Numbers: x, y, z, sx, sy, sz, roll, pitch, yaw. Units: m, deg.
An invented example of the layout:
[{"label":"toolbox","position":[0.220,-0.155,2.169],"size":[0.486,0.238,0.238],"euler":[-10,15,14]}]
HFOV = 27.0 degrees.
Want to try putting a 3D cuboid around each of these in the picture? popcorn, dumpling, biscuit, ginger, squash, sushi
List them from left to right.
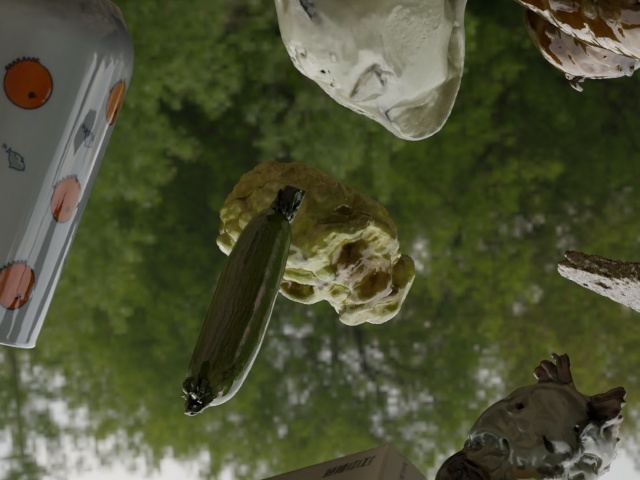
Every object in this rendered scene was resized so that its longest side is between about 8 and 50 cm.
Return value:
[{"label":"squash","position":[-0.086,0.073,1.469],"size":[0.071,0.318,0.080],"euler":[37,142,-20]},{"label":"popcorn","position":[0.000,0.000,1.806],"size":[0.286,0.174,0.225],"euler":[28,169,0]},{"label":"dumpling","position":[0.070,-0.282,1.554],"size":[0.243,0.318,0.187],"euler":[-51,-140,-13]},{"label":"sushi","position":[0.182,0.267,1.384],"size":[0.124,0.332,0.130],"euler":[38,169,36]},{"label":"ginger","position":[0.331,-0.256,1.405],"size":[0.254,0.176,0.418],"euler":[39,173,-31]},{"label":"biscuit","position":[0.353,0.060,1.366],"size":[0.237,0.026,0.131],"euler":[28,170,17]}]

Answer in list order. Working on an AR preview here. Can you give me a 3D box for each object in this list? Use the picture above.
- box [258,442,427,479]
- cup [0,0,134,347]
[{"label":"box","position":[-0.040,0.327,1.237],"size":[0.332,0.145,0.173],"euler":[-21,-152,31]},{"label":"cup","position":[-0.303,-0.087,1.201],"size":[0.212,0.317,0.212],"euler":[20,178,1]}]
